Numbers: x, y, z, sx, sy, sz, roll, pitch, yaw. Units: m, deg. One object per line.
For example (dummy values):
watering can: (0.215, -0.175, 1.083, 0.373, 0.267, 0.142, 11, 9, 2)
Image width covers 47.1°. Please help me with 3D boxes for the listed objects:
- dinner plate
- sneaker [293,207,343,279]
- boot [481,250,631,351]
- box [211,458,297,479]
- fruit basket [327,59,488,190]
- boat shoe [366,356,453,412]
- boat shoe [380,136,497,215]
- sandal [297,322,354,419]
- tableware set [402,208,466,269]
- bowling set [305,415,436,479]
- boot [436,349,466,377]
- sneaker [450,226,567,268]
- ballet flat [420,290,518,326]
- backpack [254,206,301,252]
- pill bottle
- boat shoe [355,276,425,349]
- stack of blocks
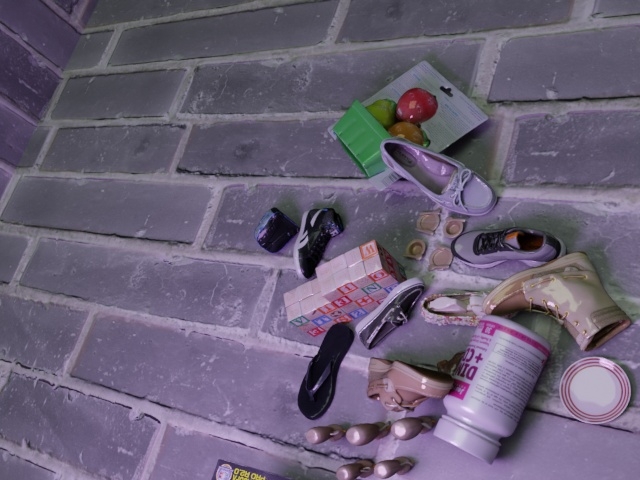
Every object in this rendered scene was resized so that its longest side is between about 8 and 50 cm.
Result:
dinner plate: (0.568, 0.310, 1.520, 0.141, 0.017, 0.141, -16, 58, 27)
sneaker: (0.000, 0.000, 2.031, 0.121, 0.079, 0.217, -10, 58, 31)
boot: (0.503, 0.156, 1.581, 0.262, 0.095, 0.203, -22, 54, -2)
box: (-0.079, 0.566, 1.642, 0.216, 0.270, 0.060, 3, 65, 34)
fruit basket: (0.233, -0.317, 2.036, 0.353, 0.165, 0.327, -32, 50, -5)
boat shoe: (0.191, 0.329, 1.624, 0.341, 0.121, 0.110, 157, 129, -75)
boat shoe: (0.292, -0.162, 1.837, 0.320, 0.103, 0.118, 34, 99, 8)
sandal: (0.002, 0.326, 1.864, 0.097, 0.054, 0.254, 8, 70, 37)
tableware set: (0.290, -0.004, 1.880, 0.141, 0.020, 0.169, 13, 72, 38)
bowling set: (0.116, 0.501, 1.657, 0.287, 0.154, 0.200, -9, 79, 28)
boot: (0.320, 0.316, 1.668, 0.106, 0.037, 0.114, -34, 46, 30)
sneaker: (0.431, 0.006, 1.724, 0.271, 0.108, 0.100, 0, 67, 35)
ballet flat: (0.342, 0.157, 1.717, 0.241, 0.077, 0.091, -10, 59, 29)
backpack: (-0.134, -0.026, 2.125, 0.114, 0.105, 0.084, -50, 26, 1)
pill bottle: (0.360, 0.315, 1.560, 0.160, 0.160, 0.283, 19, 76, 39)
boat shoe: (0.184, 0.183, 1.814, 0.219, 0.078, 0.070, -46, 48, 14)
stack of blocks: (0.056, 0.128, 1.863, 0.297, 0.171, 0.087, -26, 53, 20)
